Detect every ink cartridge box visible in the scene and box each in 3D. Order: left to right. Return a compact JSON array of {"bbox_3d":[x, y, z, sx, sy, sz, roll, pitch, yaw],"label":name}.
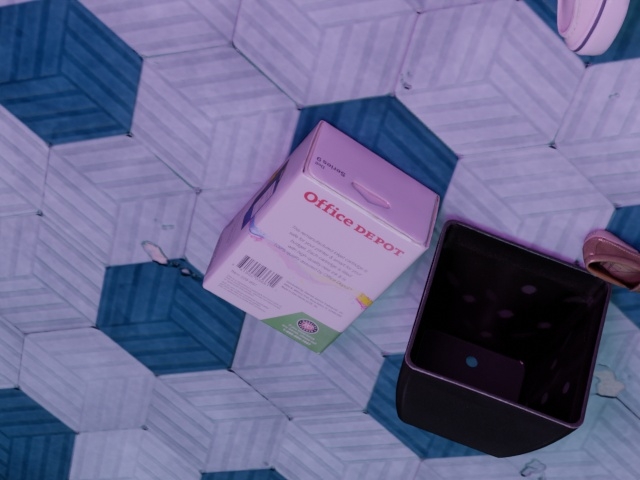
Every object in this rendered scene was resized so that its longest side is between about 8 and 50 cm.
[{"bbox_3d":[0.000,0.000,1.728,0.154,0.093,0.212,31,134,-13],"label":"ink cartridge box"}]

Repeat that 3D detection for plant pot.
[{"bbox_3d":[0.172,0.122,1.737,0.188,0.187,0.167,21,145,-3],"label":"plant pot"}]

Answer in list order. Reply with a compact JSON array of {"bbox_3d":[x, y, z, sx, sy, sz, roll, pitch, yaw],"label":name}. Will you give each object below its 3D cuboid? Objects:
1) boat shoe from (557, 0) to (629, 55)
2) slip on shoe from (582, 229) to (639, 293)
[{"bbox_3d":[0.217,-0.275,1.397,0.088,0.096,0.267,-4,132,-10],"label":"boat shoe"},{"bbox_3d":[0.328,0.037,1.699,0.135,0.041,0.051,30,132,-11],"label":"slip on shoe"}]
